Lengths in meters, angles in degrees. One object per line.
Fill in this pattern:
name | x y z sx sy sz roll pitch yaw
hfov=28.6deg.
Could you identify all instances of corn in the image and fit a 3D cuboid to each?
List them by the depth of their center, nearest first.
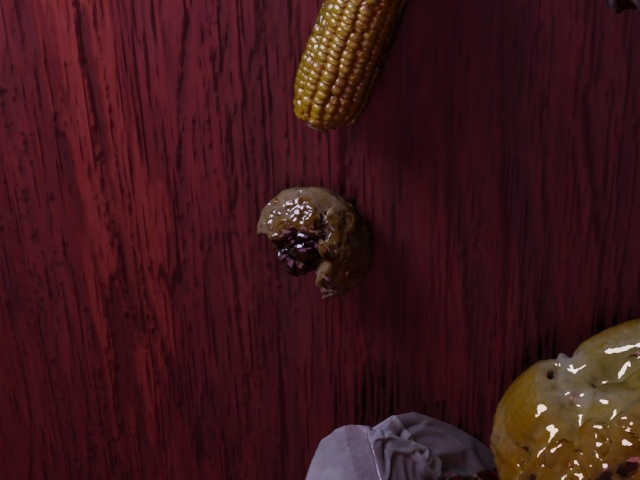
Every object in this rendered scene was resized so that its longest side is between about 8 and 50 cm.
corn | 0.029 -0.172 1.006 0.068 0.068 0.207 24 125 0

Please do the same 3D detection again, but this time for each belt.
belt | 0.123 0.300 1.179 0.324 0.227 0.115 42 120 -14

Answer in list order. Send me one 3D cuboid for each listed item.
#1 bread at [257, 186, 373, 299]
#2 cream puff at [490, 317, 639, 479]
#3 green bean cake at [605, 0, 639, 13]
bread | 0.000 0.000 1.127 0.113 0.060 0.082 43 125 -11
cream puff | 0.312 0.222 1.077 0.342 0.231 0.327 13 127 8
green bean cake | 0.166 -0.272 0.880 0.232 0.097 0.199 14 130 8
